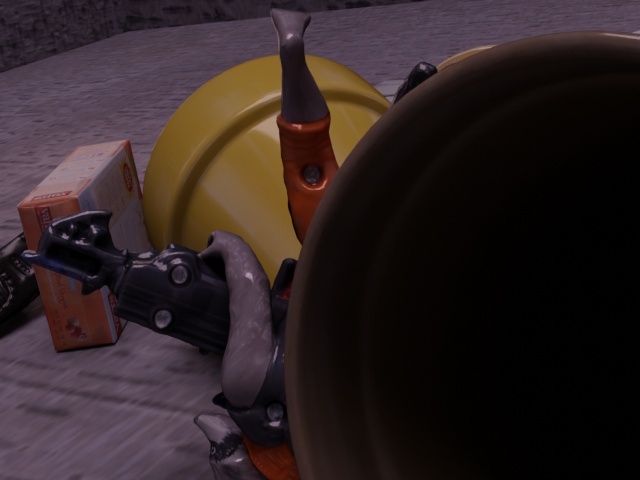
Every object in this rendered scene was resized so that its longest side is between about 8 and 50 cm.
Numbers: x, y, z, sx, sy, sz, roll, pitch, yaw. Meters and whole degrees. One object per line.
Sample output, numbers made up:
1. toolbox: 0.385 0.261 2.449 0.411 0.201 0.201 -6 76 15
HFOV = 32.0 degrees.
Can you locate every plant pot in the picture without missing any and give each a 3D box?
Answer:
1. plant pot: 0.000 0.000 0.944 0.254 0.254 0.239 -15 34 -17
2. plant pot: 0.188 0.062 0.589 0.323 0.323 0.280 5 8 38

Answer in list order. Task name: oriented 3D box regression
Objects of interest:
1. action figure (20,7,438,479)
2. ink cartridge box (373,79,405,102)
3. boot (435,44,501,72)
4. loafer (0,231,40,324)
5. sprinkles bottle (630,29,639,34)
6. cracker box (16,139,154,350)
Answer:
1. action figure: -0.023 0.027 0.713 0.341 0.330 0.178 14 14 -8
2. ink cartridge box: 0.073 -0.093 1.296 0.087 0.153 0.208 3 23 31
3. boot: 0.297 -0.237 1.718 0.262 0.095 0.203 -1 20 9
4. loafer: -0.350 0.058 1.212 0.220 0.080 0.078 -34 -14 -39
5. sprinkles bottle: 0.369 -0.193 1.492 0.121 0.121 0.355 8 25 44
6. cracker box: -0.239 -0.003 1.178 0.067 0.155 0.232 -8 18 5
